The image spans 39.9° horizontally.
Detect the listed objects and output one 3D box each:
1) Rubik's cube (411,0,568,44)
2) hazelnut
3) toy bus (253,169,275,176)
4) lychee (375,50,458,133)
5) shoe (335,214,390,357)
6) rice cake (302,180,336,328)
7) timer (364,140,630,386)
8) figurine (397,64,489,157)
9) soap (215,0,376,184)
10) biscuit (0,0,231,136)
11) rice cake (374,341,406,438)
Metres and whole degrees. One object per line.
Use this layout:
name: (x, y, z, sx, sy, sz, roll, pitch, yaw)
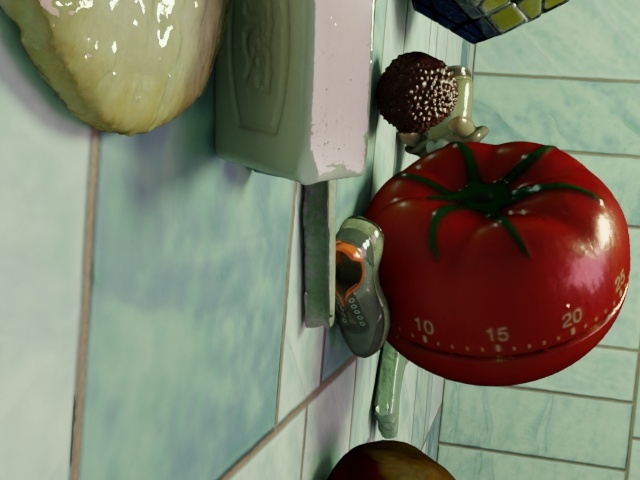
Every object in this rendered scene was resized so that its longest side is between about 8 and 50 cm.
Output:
Rubik's cube: (0.277, -0.479, 1.431, 0.264, 0.319, 0.319, -57, 163, -5)
hazelnut: (0.083, 0.375, 1.159, 0.229, 0.229, 0.230, 6, 90, -77)
toy bus: (-0.021, -0.143, 0.764, 0.075, 0.064, 0.190, 96, 5, -68)
lychee: (0.135, -0.214, 1.282, 0.129, 0.123, 0.123, -33, 138, -28)
shoe: (0.040, 0.069, 1.104, 0.077, 0.074, 0.194, -42, 135, -54)
rice cake: (0.000, 0.000, 0.963, 0.047, 0.036, 0.207, -84, 174, -68)
timer: (0.242, 0.029, 1.251, 0.378, 0.378, 0.279, -69, 152, -49)
figurine: (0.231, -0.109, 1.566, 0.203, 0.248, 0.381, 8, 76, -58)
soap: (-0.020, -0.140, 0.616, 0.063, 0.121, 0.183, -10, 109, -37)
biscuit: (-0.096, -0.152, 0.483, 0.265, 0.040, 0.188, -42, 138, -71)
rice cake: (0.134, 0.232, 1.610, 0.127, 0.043, 0.237, 72, 27, -58)
